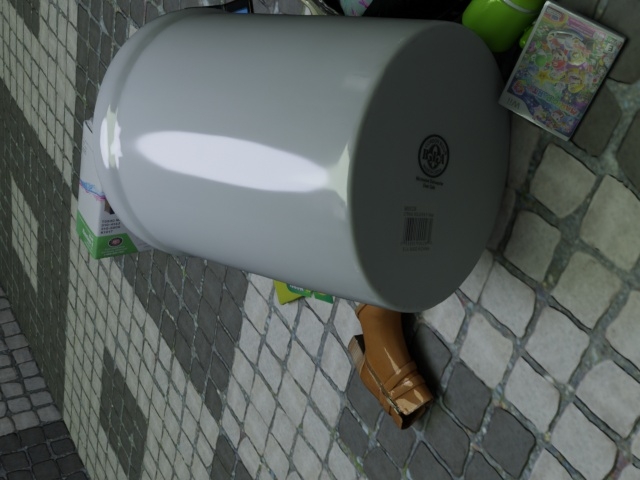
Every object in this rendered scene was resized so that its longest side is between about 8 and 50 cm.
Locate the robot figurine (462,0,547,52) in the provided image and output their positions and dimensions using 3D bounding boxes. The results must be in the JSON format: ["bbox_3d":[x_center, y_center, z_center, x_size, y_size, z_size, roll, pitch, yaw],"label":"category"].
[{"bbox_3d":[0.197,-0.250,0.837,0.101,0.067,0.115,42,139,4],"label":"robot figurine"}]

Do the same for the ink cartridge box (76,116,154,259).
[{"bbox_3d":[-0.389,-0.115,1.637,0.117,0.201,0.278,48,135,37],"label":"ink cartridge box"}]

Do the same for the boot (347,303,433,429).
[{"bbox_3d":[0.109,0.161,1.091,0.152,0.073,0.197,57,153,32],"label":"boot"}]

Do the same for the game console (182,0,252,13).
[{"bbox_3d":[-0.177,-0.344,1.364,0.085,0.124,0.144,-142,45,-80],"label":"game console"}]

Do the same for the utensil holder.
[{"bbox_3d":[-0.019,-0.108,0.920,0.385,0.327,0.328,13,110,39],"label":"utensil holder"}]

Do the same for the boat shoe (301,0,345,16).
[{"bbox_3d":[0.000,-0.357,1.123,0.152,0.056,0.049,56,136,16],"label":"boat shoe"}]

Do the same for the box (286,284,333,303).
[{"bbox_3d":[0.000,0.000,1.190,0.105,0.043,0.179,13,99,41],"label":"box"}]

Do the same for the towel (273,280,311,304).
[{"bbox_3d":[-0.020,0.034,1.295,0.237,0.021,0.102,-30,71,56],"label":"towel"}]

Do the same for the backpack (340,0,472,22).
[{"bbox_3d":[0.096,-0.307,0.926,0.182,0.152,0.115,148,114,-67],"label":"backpack"}]

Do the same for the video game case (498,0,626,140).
[{"bbox_3d":[0.246,-0.174,0.807,0.087,0.011,0.122,33,131,17],"label":"video game case"}]
